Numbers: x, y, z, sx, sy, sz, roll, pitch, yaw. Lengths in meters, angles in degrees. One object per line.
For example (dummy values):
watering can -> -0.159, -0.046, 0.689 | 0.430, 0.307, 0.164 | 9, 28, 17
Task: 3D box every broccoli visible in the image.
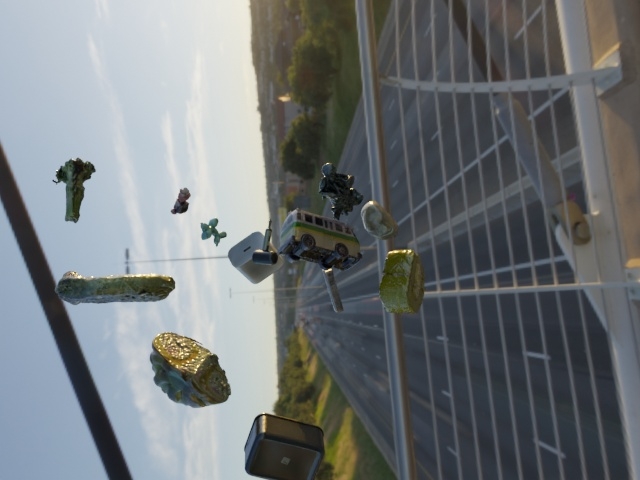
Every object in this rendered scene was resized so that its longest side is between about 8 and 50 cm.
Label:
broccoli -> -1.118, -0.223, 2.205 | 0.145, 0.164, 0.304 | 25, -124, -53

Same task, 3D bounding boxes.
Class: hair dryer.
hair dryer -> -0.219, 0.003, 2.008 | 0.057, 0.100, 0.198 | 26, -112, -58

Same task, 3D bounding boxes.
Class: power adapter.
power adapter -> -0.282, 0.094, 2.219 | 0.124, 0.187, 0.255 | 56, -179, 35

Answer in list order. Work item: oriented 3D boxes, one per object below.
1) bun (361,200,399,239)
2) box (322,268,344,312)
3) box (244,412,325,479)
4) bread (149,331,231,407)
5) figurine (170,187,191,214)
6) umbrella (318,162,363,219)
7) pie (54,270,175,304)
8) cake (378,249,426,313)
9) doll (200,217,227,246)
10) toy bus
bun -> 0.236, -0.073, 1.996 | 0.166, 0.113, 0.173 | 36, -161, -42
box -> 0.057, 0.228, 2.210 | 0.050, 0.041, 0.207 | 20, 128, 68
box -> -0.095, 0.559, 1.281 | 0.090, 0.200, 0.145 | -112, 42, -74
bread -> -0.379, 0.390, 1.364 | 0.156, 0.260, 0.158 | -64, -4, 18
figurine -> -0.556, -0.152, 1.937 | 0.072, 0.054, 0.129 | -38, -11, -43
umbrella -> 0.072, -0.187, 1.826 | 0.143, 0.094, 0.349 | -53, -22, -9
pie -> -0.498, 0.122, 1.188 | 0.277, 0.276, 0.079 | 112, 159, -81
cake -> 0.338, 0.171, 1.978 | 0.179, 0.156, 0.261 | 56, -136, -44
doll -> -0.568, -0.047, 2.527 | 0.159, 0.059, 0.159 | 60, -153, -26
toy bus -> 0.000, 0.000, 1.868 | 0.143, 0.305, 0.179 | -43, 39, 49
